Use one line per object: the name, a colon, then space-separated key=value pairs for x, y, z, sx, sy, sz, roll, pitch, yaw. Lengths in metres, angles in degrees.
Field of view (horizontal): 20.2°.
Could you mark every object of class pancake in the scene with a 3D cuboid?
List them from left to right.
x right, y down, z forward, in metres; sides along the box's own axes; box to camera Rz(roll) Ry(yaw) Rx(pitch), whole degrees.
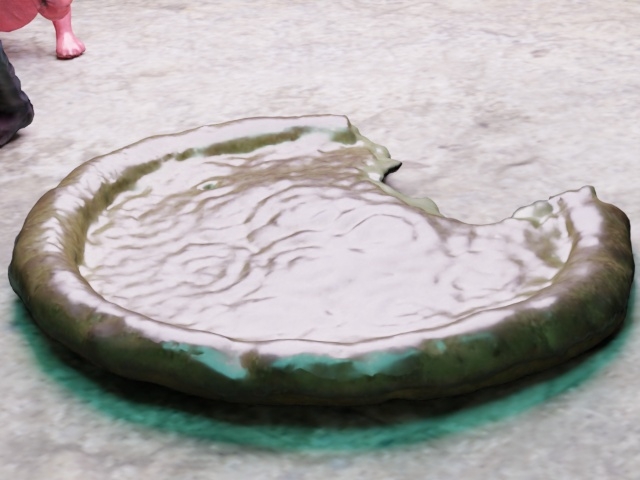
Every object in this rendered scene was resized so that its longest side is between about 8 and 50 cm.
pancake: x=0.000 y=0.000 z=0.822 sx=0.286 sy=0.033 sz=0.288 roll=-6 pitch=25 yaw=-3

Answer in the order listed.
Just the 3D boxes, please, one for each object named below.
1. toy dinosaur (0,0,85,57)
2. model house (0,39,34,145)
toy dinosaur: x=-0.239 y=-0.199 z=1.150 sx=0.070 sy=0.139 sz=0.286 roll=-22 pitch=30 yaw=-34
model house: x=-0.274 y=-0.153 z=0.966 sx=0.280 sy=0.230 sz=0.248 roll=33 pitch=16 yaw=27
